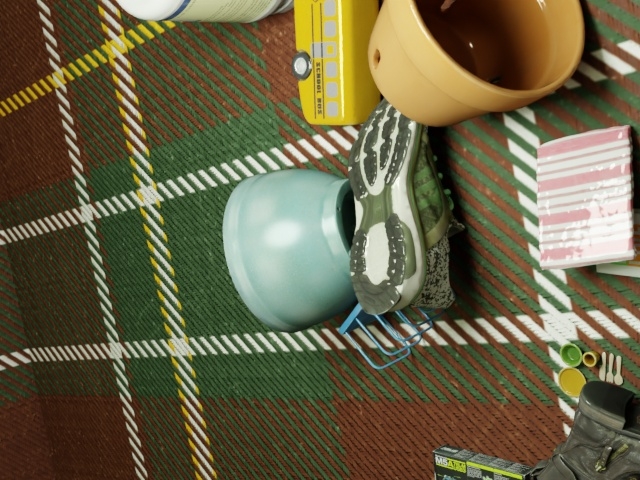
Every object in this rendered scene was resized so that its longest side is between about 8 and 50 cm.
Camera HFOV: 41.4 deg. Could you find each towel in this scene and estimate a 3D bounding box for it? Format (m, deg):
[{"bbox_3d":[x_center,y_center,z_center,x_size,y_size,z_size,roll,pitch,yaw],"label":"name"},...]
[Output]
[{"bbox_3d":[0.380,-0.059,1.213,0.144,0.029,0.197,-10,73,44],"label":"towel"}]

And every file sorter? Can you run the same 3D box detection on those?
[{"bbox_3d":[0.137,0.125,1.474,0.104,0.118,0.170,48,129,21],"label":"file sorter"}]

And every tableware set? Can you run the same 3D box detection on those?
[{"bbox_3d":[0.406,0.237,1.297,0.104,0.024,0.154,11,107,43],"label":"tableware set"}]

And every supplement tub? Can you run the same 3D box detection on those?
[{"bbox_3d":[-0.193,-0.507,1.504,0.235,0.324,0.235,12,108,42],"label":"supplement tub"}]

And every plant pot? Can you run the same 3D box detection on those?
[{"bbox_3d":[0.200,-0.293,1.221,0.203,0.290,0.291,-39,71,59],"label":"plant pot"},{"bbox_3d":[0.000,0.000,1.476,0.196,0.293,0.293,-17,87,34],"label":"plant pot"}]

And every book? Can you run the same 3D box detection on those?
[{"bbox_3d":[0.459,0.005,1.190,0.144,0.035,0.096,6,107,42],"label":"book"}]

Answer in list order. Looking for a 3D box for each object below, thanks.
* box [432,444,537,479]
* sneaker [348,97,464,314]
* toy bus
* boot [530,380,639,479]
[{"bbox_3d":[0.284,0.461,1.456,0.190,0.045,0.184,2,98,45],"label":"box"},{"bbox_3d":[0.154,-0.064,1.395,0.158,0.182,0.410,-16,63,49],"label":"sneaker"},{"bbox_3d":[0.028,-0.370,1.471,0.130,0.108,0.333,8,105,43],"label":"toy bus"},{"bbox_3d":[0.455,0.342,1.241,0.263,0.091,0.229,29,129,28],"label":"boot"}]
